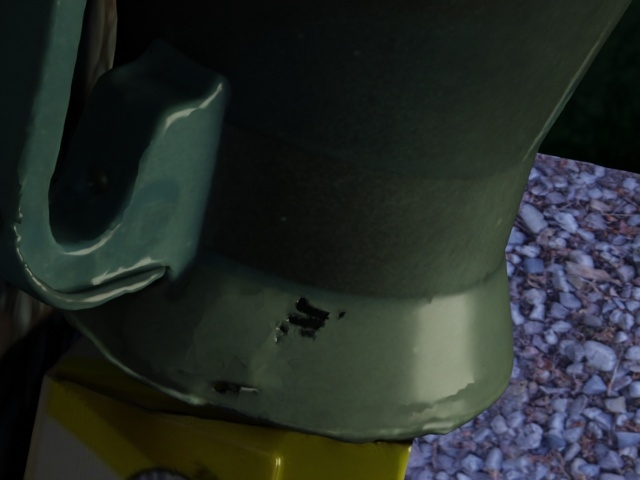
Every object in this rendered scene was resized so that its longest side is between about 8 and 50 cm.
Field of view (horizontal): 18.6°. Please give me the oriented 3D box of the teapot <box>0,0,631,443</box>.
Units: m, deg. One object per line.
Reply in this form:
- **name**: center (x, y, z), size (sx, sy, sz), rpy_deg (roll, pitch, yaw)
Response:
- **teapot**: center (0.003, -0.075, 0.466), size (0.203, 0.171, 0.225), rpy_deg (-18, 130, -50)

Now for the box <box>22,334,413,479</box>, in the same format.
- **box**: center (-0.027, 0.091, 0.627), size (0.265, 0.097, 0.168), rpy_deg (-63, 167, -75)

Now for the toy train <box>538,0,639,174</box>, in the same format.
- **toy train**: center (0.058, -0.147, 0.625), size (0.145, 0.202, 0.266), rpy_deg (-71, 173, -76)
